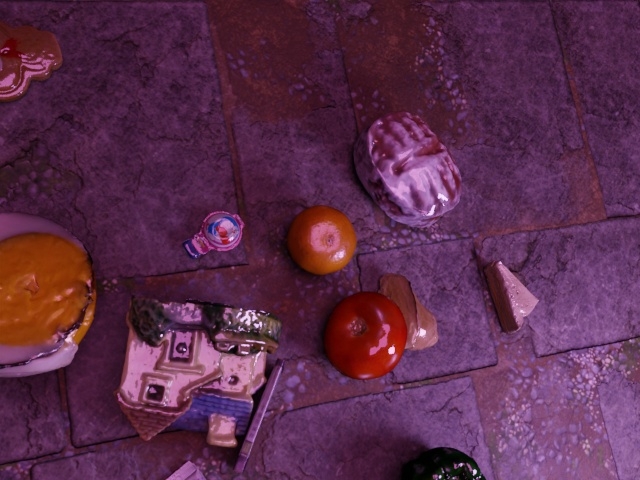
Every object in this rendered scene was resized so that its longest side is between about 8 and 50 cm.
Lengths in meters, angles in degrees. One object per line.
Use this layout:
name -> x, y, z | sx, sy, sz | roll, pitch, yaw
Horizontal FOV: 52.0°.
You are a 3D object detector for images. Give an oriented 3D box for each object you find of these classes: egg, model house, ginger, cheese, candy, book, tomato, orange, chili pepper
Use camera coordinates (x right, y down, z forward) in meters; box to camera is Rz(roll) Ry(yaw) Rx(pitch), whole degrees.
egg -> -0.583, 0.130, 1.241 | 0.337, 0.201, 0.337 | 9, 49, -11
model house -> -0.246, 0.261, 1.284 | 0.321, 0.261, 0.266 | 10, 77, -9
ginger -> 0.208, 0.166, 1.536 | 0.123, 0.115, 0.193 | 7, 67, -37
cheese -> -0.237, -0.012, 1.464 | 0.145, 0.038, 0.095 | -33, 88, -22
candy -> 0.211, -0.172, 1.574 | 0.214, 0.157, 0.289 | -36, 89, -25
book -> -0.126, 0.360, 1.348 | 0.026, 0.157, 0.231 | 20, 72, 3
tomato -> 0.100, 0.211, 1.444 | 0.195, 0.136, 0.195 | -11, 61, 22
orange -> 0.000, 0.000, 1.480 | 0.159, 0.136, 0.159 | 0, 90, -15
chili pepper -> 0.274, 0.526, 1.376 | 0.174, 0.261, 0.165 | -7, 84, -13

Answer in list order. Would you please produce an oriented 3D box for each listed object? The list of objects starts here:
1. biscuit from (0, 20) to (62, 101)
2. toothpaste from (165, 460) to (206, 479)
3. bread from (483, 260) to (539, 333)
biscuit -> -0.726, -0.392, 1.407 | 0.320, 0.047, 0.183 | 6, 73, -14
toothpaste -> -0.220, 0.589, 1.322 | 0.282, 0.068, 0.099 | 51, 42, 6
bread -> 0.447, 0.138, 1.614 | 0.152, 0.077, 0.105 | 43, 68, -2
